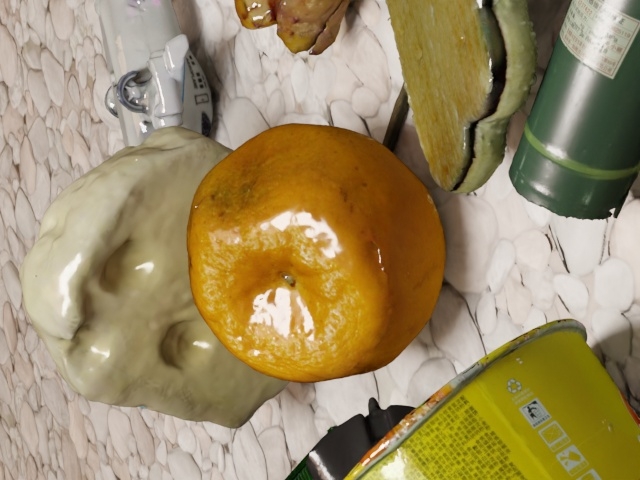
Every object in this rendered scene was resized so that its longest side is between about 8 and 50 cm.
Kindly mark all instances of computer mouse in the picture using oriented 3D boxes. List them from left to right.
[{"bbox_3d":[0.079,0.270,1.098,0.088,0.147,0.264,95,159,-77],"label":"computer mouse"}]

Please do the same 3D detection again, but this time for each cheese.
[{"bbox_3d":[-0.142,0.050,1.238,0.115,0.318,0.326,18,128,53],"label":"cheese"}]

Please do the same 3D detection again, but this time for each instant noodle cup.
[{"bbox_3d":[0.161,0.216,0.895,0.200,0.264,0.264,50,137,24],"label":"instant noodle cup"}]

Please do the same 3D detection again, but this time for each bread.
[{"bbox_3d":[0.108,-0.187,0.932,0.207,0.056,0.286,140,121,-69],"label":"bread"}]

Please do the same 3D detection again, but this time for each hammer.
[{"bbox_3d":[0.092,-0.181,1.077,0.058,0.029,0.292,52,140,39],"label":"hammer"}]

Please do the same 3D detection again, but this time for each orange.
[{"bbox_3d":[0.000,0.000,1.115,0.249,0.183,0.249,11,115,24],"label":"orange"}]

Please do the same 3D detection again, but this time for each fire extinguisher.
[{"bbox_3d":[0.219,-0.157,0.834,0.118,0.093,0.294,36,128,29],"label":"fire extinguisher"}]

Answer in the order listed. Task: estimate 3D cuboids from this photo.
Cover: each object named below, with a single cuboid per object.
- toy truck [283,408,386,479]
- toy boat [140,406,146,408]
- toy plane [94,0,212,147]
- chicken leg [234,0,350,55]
[{"bbox_3d":[0.014,0.295,1.265,0.121,0.088,0.259,61,141,24],"label":"toy truck"},{"bbox_3d":[-0.177,0.070,1.426,0.133,0.145,0.332,-108,32,-46],"label":"toy boat"},{"bbox_3d":[-0.193,-0.203,1.410,0.267,0.122,0.267,172,90,-76],"label":"toy plane"},{"bbox_3d":[-0.016,-0.327,1.114,0.409,0.182,0.295,-17,94,41],"label":"chicken leg"}]
